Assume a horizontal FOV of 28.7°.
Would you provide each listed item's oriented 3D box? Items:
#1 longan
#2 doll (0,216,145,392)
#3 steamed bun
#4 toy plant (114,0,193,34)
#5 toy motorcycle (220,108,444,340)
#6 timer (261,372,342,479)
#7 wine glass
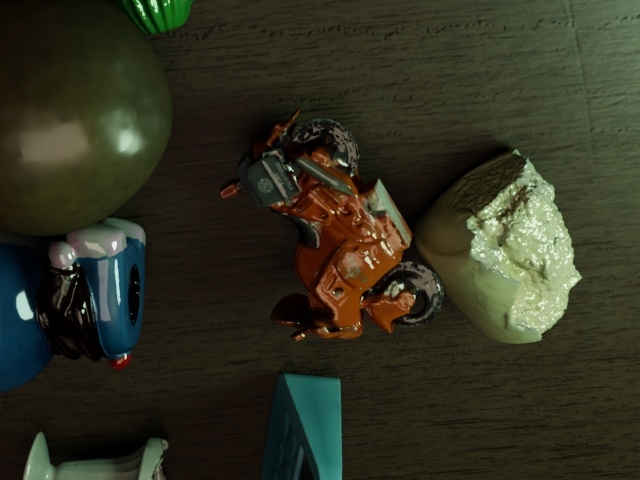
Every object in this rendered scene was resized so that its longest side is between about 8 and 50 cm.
[{"bbox_3d":[-0.311,-0.149,1.432,0.297,0.297,0.297,-1,122,-2],"label":"longan"},{"bbox_3d":[-0.388,0.075,1.598,0.309,0.284,0.240,-1,80,3],"label":"doll"},{"bbox_3d":[0.252,0.028,1.643,0.200,0.170,0.225,-35,119,12],"label":"steamed bun"},{"bbox_3d":[-0.225,-0.348,1.431,0.154,0.088,0.240,-29,113,31],"label":"toy plant"},{"bbox_3d":[0.000,0.000,1.607,0.221,0.148,0.326,-26,105,20],"label":"toy motorcycle"},{"bbox_3d":[-0.026,0.341,1.776,0.091,0.250,0.232,7,121,-8],"label":"timer"},{"bbox_3d":[-0.328,0.355,1.833,0.196,0.165,0.165,10,121,0],"label":"wine glass"}]
